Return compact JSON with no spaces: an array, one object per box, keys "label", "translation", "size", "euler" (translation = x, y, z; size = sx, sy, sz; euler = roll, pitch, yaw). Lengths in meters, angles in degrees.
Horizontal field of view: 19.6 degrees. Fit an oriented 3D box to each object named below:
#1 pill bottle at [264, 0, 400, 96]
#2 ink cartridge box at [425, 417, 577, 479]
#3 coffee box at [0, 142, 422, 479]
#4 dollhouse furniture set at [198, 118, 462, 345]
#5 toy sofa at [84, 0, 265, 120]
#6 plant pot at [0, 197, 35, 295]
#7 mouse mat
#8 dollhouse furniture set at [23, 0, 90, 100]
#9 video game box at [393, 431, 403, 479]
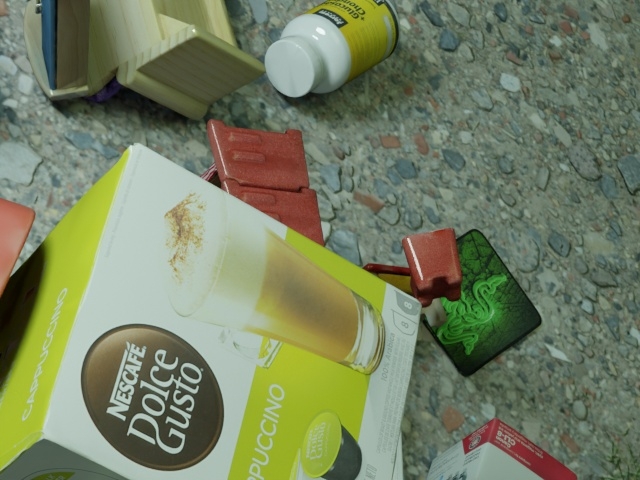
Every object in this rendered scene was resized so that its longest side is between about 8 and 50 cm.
[{"label":"pill bottle","translation":[0.013,-0.245,2.319],"size":[0.103,0.103,0.184],"euler":[52,43,2]},{"label":"ink cartridge box","translation":[0.184,0.318,2.055],"size":[0.127,0.128,0.176],"euler":[36,45,-13]},{"label":"coffee box","translation":[-0.154,0.185,1.724],"size":[0.334,0.338,0.337],"euler":[30,46,-19]},{"label":"dollhouse furniture set","translation":[0.000,0.000,2.072],"size":[0.374,0.201,0.152],"euler":[7,58,-35]},{"label":"toy sofa","translation":[-0.211,-0.324,2.185],"size":[0.150,0.177,0.362],"euler":[24,44,-56]},{"label":"plant pot","translation":[-0.425,0.043,1.682],"size":[0.243,0.275,0.275],"euler":[25,48,-10]},{"label":"mouse mat","translation":[0.189,0.075,2.313],"size":[0.189,0.007,0.152],"euler":[-30,83,-45]},{"label":"dollhouse furniture set","translation":[-0.421,-0.285,2.003],"size":[0.303,0.198,0.286],"euler":[-9,61,-15]},{"label":"video game box","translation":[0.005,0.231,2.030],"size":[0.187,0.048,0.205],"euler":[22,50,-29]}]
